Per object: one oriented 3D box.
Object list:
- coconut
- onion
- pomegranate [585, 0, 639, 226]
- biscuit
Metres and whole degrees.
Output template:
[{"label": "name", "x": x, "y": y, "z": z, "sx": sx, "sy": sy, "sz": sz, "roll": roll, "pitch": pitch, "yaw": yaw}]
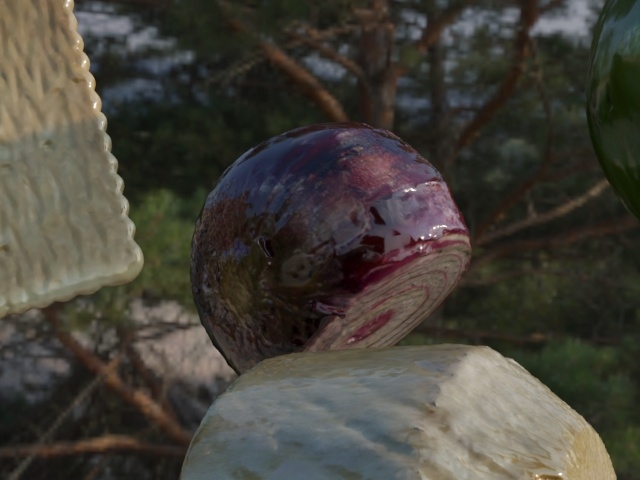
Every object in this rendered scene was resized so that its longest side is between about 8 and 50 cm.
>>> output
[{"label": "coconut", "x": 0.030, "y": 0.205, "z": 0.836, "sx": 0.328, "sy": 0.329, "sz": 0.329, "roll": 5, "pitch": 6, "yaw": 0}, {"label": "onion", "x": 0.000, "y": 0.000, "z": 1.413, "sx": 0.282, "sy": 0.260, "sz": 0.337, "roll": -17, "pitch": -27, "yaw": -35}, {"label": "pomegranate", "x": 0.187, "y": -0.105, "z": 0.496, "sx": 0.302, "sy": 0.236, "sz": 0.236, "roll": 42, "pitch": 4, "yaw": -5}, {"label": "biscuit", "x": -0.221, "y": -0.071, "z": 0.849, "sx": 0.160, "sy": 0.250, "sz": 0.030, "roll": -17, "pitch": -10, "yaw": -8}]
